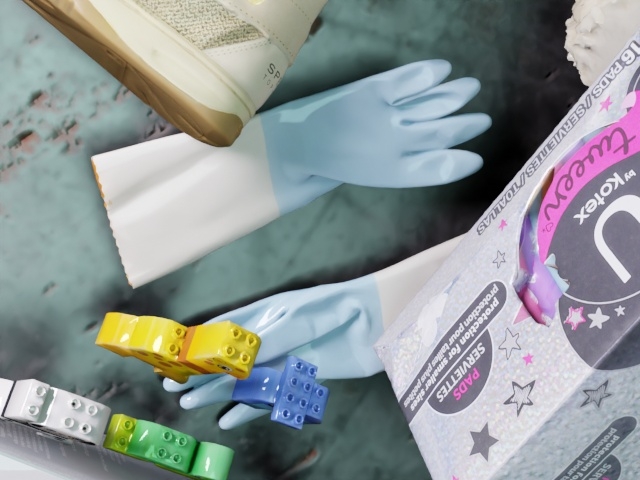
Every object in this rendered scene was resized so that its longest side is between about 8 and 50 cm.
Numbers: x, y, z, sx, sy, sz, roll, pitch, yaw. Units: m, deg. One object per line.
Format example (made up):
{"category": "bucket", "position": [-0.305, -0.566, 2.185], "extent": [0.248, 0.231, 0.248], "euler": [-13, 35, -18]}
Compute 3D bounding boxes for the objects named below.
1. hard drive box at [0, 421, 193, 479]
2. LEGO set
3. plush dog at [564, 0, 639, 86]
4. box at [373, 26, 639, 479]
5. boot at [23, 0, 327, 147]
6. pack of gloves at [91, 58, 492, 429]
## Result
{"category": "hard drive box", "position": [-0.184, 0.184, 0.600], "extent": [0.232, 0.089, 0.181], "euler": [29, 92, -22]}
{"category": "LEGO set", "position": [-0.052, 0.088, 0.587], "extent": [0.227, 0.093, 0.087], "euler": [27, 68, -28]}
{"category": "plush dog", "position": [0.225, -0.231, 0.611], "extent": [0.262, 0.211, 0.225], "euler": [52, 57, -23]}
{"category": "box", "position": [0.175, 0.040, 0.609], "extent": [0.163, 0.142, 0.247], "euler": [23, 116, -32]}
{"category": "boot", "position": [-0.082, -0.202, 0.546], "extent": [0.262, 0.095, 0.203], "euler": [42, 79, -10]}
{"category": "pack of gloves", "position": [0.000, 0.000, 0.658], "extent": [0.232, 0.046, 0.195], "euler": [-18, 119, -12]}
